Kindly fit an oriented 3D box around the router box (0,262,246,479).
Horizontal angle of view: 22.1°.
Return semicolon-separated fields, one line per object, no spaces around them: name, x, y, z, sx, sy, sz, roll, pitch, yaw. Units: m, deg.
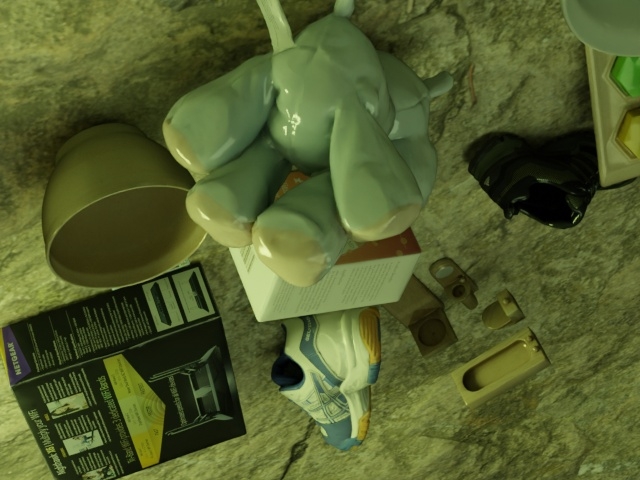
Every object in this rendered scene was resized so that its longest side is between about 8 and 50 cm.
router box;-0.224;0.170;1.916;0.243;0.081;0.309;-18;149;-8

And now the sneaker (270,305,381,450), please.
sneaker;0.002;0.169;2.067;0.131;0.112;0.296;0;145;-3

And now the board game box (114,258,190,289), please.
board game box;-0.191;0.010;1.752;0.090;0.020;0.090;-19;149;-6

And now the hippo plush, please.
hippo plush;-0.002;-0.108;1.552;0.234;0.294;0.236;-8;180;18

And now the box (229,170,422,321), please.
box;0.000;0.000;1.753;0.170;0.130;0.091;-8;145;-24

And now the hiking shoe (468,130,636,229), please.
hiking shoe;0.277;-0.057;1.858;0.227;0.114;0.086;-3;145;-29

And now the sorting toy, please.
sorting toy;0.386;-0.164;1.775;0.193;0.038;0.208;-18;125;-9

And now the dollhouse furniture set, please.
dollhouse furniture set;0.172;0.108;2.011;0.144;0.151;0.123;-32;148;11

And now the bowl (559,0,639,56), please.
bowl;0.327;-0.314;1.477;0.297;0.134;0.298;-16;148;-10

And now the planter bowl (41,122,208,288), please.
planter bowl;-0.198;-0.043;1.580;0.162;0.109;0.162;-17;148;-11
